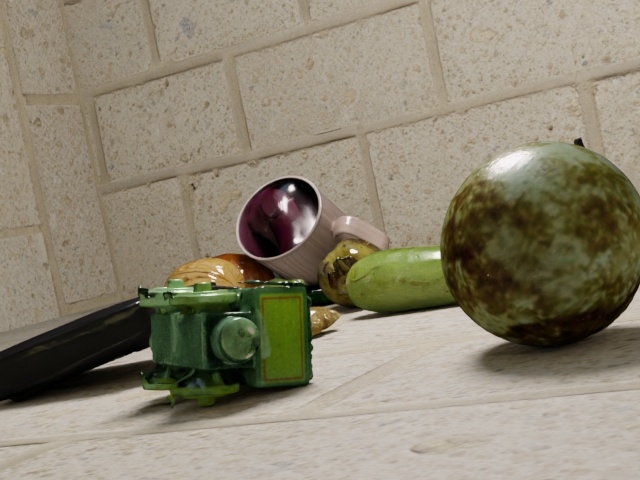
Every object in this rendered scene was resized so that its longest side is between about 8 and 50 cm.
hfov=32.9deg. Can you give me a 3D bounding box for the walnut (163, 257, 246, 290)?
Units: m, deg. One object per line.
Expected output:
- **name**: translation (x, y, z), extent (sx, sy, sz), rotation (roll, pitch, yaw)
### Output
- **walnut**: translation (-0.254, 0.119, 2.350), extent (0.197, 0.165, 0.165), rotation (-3, 6, 36)

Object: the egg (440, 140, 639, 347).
- **egg**: translation (0.257, 0.011, 1.281), extent (0.238, 0.238, 0.289), rotation (-11, -19, -15)

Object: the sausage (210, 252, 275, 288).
- **sausage**: translation (-0.203, 0.106, 2.541), extent (0.141, 0.153, 0.268), rotation (12, -5, -23)

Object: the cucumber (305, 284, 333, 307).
- **cucumber**: translation (-0.036, 0.132, 2.422), extent (0.284, 0.056, 0.056), rotation (-8, 1, -8)

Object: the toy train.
- **toy train**: translation (-0.128, 0.126, 1.404), extent (0.188, 0.159, 0.271), rotation (-1, -3, -27)

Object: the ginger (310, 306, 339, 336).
- **ginger**: translation (-0.045, 0.146, 1.847), extent (0.176, 0.052, 0.193), rotation (-17, 2, -18)

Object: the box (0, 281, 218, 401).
- **box**: translation (-0.363, 0.164, 1.844), extent (0.350, 0.091, 0.359), rotation (-22, -1, 14)

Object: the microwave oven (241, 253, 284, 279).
- **microwave oven**: translation (-0.090, 0.078, 2.713), extent (0.129, 0.163, 0.205), rotation (-9, -3, -38)

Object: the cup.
- **cup**: translation (-0.005, -0.014, 2.459), extent (0.288, 0.208, 0.273), rotation (-29, -38, 19)

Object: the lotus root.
- **lotus root**: translation (0.069, 0.070, 2.233), extent (0.154, 0.154, 0.278), rotation (-11, -1, 5)

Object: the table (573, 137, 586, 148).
- **table**: translation (0.586, -0.079, 1.882), extent (0.317, 0.249, 0.317), rotation (-11, 1, 0)

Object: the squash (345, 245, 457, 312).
- **squash**: translation (0.213, 0.063, 1.942), extent (0.370, 0.118, 0.118), rotation (-8, 3, 30)

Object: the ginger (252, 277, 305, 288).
- **ginger**: translation (-0.129, 0.135, 1.939), extent (0.290, 0.089, 0.137), rotation (-32, -24, -45)
